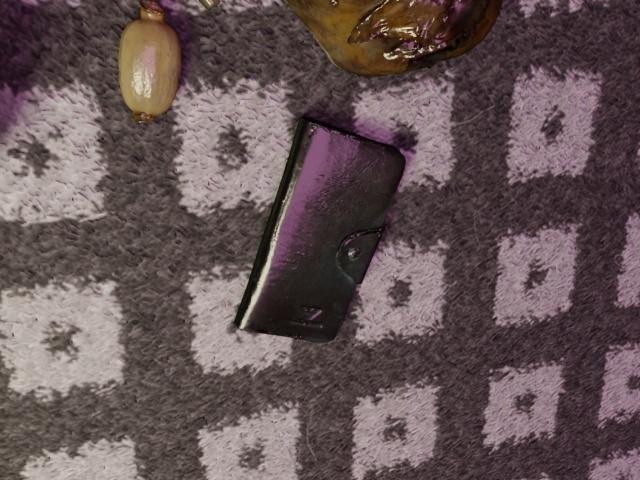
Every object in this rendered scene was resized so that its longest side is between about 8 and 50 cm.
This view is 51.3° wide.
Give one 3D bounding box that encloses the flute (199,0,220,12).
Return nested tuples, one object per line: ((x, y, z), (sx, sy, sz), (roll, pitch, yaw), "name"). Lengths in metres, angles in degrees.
((-0.197, -0.363, 0.761), (0.027, 0.027, 0.233), (-42, 116, -1), "flute")

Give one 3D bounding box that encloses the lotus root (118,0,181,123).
((-0.202, -0.211, 0.792), (0.073, 0.062, 0.150), (2, 109, -20), "lotus root")

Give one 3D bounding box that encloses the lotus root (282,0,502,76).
((0.093, -0.318, 0.801), (0.272, 0.192, 0.272), (-8, 118, -16), "lotus root")

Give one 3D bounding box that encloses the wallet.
((0.000, 0.000, 0.947), (0.172, 0.045, 0.318), (15, 104, -22), "wallet")
